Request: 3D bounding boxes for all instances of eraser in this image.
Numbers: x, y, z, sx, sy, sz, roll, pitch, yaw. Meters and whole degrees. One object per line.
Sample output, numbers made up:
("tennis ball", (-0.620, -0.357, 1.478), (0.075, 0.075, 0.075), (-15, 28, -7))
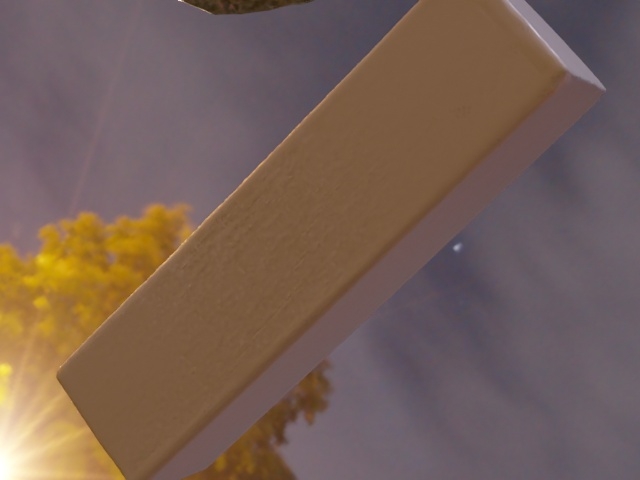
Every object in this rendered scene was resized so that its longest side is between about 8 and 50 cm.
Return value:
("eraser", (0.000, 0.000, 0.607), (0.298, 0.076, 0.078), (-45, -108, 18))

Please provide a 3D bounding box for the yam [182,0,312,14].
("yam", (-0.075, -0.325, 0.755), (0.241, 0.240, 0.348), (108, -33, -53))
